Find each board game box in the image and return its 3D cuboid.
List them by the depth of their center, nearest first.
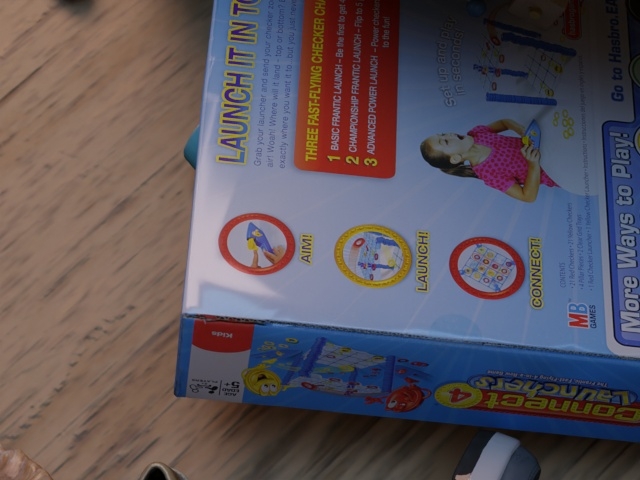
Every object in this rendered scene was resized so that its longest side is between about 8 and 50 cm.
[{"bbox_3d":[0.077,-0.042,1.124,0.302,0.086,0.308,6,53,-3],"label":"board game box"}]

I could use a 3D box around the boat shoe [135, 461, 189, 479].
[{"bbox_3d":[-0.094,0.217,1.067,0.068,0.072,0.190,-6,65,-1],"label":"boat shoe"}]

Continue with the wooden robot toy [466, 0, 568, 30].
[{"bbox_3d":[0.073,-0.193,1.127,0.173,0.076,0.079,19,60,6],"label":"wooden robot toy"}]

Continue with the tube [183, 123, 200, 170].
[{"bbox_3d":[0.000,0.000,1.181,0.080,0.052,0.207,-38,72,-17],"label":"tube"}]

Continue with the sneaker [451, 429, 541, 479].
[{"bbox_3d":[0.128,0.256,1.011,0.178,0.124,0.295,10,73,12],"label":"sneaker"}]

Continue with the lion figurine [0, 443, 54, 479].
[{"bbox_3d":[-0.170,0.315,1.005,0.240,0.142,0.392,-29,79,-17],"label":"lion figurine"}]
